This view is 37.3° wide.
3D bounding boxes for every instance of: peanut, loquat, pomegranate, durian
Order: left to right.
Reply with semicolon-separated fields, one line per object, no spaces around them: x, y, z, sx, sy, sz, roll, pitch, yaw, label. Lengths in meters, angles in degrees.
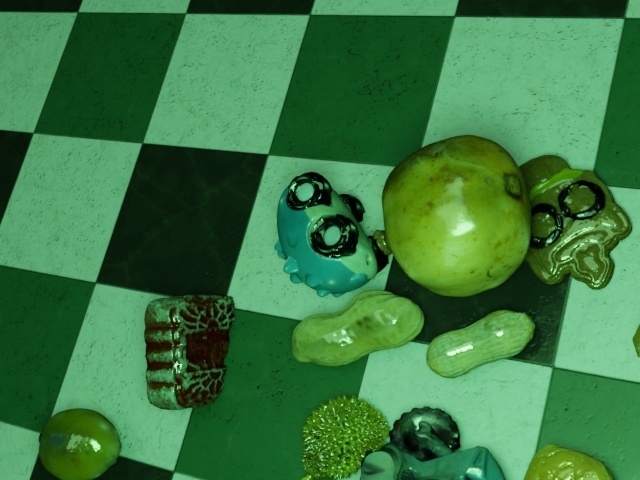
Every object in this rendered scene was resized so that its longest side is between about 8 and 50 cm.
-0.495;0.424;1.963;0.195;0.152;0.152;5;73;19;loquat
0.019;0.376;1.760;0.146;0.102;0.208;43;95;26;durian
0.064;0.164;1.812;0.275;0.111;0.125;-18;59;18;peanut
0.247;-0.048;1.706;0.307;0.307;0.307;-9;67;22;pomegranate
0.287;0.186;1.712;0.207;0.087;0.087;-24;62;14;peanut

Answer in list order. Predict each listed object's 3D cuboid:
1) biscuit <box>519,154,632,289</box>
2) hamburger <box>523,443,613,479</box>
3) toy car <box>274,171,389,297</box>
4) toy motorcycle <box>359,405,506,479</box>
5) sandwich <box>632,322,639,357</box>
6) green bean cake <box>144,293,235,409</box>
0.445;-0.034;1.750;0.208;0.041;0.290;-34;59;11;biscuit
0.408;0.414;1.567;0.147;0.083;0.138;18;83;33;hamburger
0.000;0.000;1.866;0.190;0.188;0.255;-39;59;16;toy car
0.162;0.467;1.588;0.232;0.172;0.416;16;54;28;toy motorcycle
0.574;0.203;1.566;0.088;0.090;0.244;-21;65;12;sandwich
-0.263;0.224;1.936;0.097;0.199;0.232;-4;84;33;green bean cake
